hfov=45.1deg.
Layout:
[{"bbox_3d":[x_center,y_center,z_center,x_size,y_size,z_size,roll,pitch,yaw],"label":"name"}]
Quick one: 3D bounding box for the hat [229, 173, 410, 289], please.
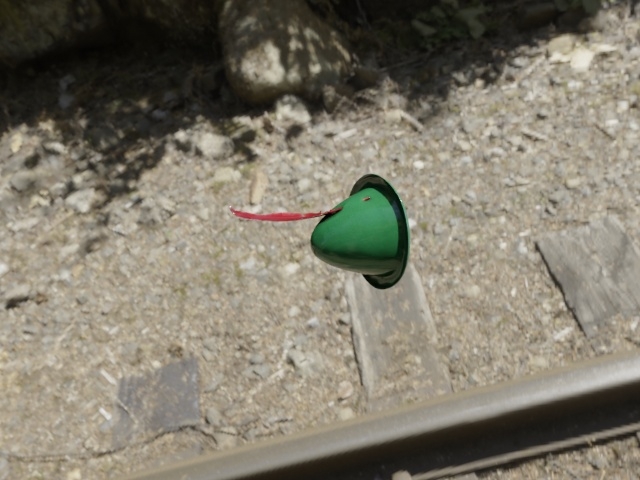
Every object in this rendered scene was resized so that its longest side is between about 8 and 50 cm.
[{"bbox_3d":[0.000,0.000,1.114,0.184,0.208,0.172,-8,83,-25],"label":"hat"}]
